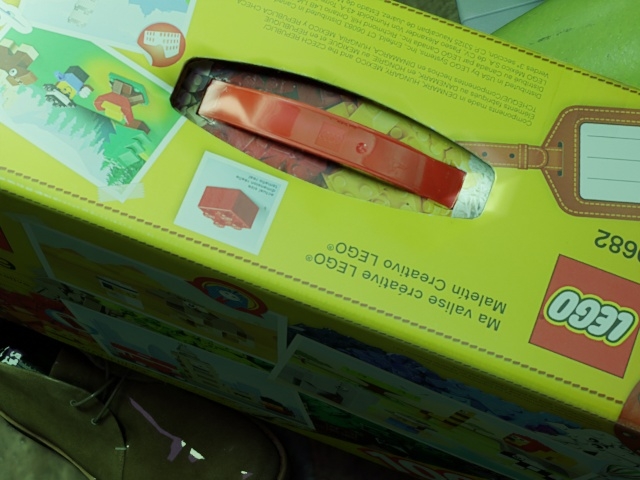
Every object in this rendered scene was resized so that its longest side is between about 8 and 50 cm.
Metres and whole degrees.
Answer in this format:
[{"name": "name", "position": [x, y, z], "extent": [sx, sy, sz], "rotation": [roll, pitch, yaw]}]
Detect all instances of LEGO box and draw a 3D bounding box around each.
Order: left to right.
[{"name": "LEGO box", "position": [0.000, 0.000, 0.954], "extent": [0.500, 0.372, 0.193], "rotation": [20, 72, 5]}]

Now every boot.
[{"name": "boot", "position": [-0.167, 0.140, 1.176], "extent": [0.305, 0.115, 0.112], "rotation": [19, 64, 26]}]

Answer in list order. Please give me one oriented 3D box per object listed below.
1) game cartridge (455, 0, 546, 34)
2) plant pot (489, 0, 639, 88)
[{"name": "game cartridge", "position": [0.295, -0.258, 1.317], "extent": [0.355, 0.068, 0.230], "rotation": [-13, 52, 9]}, {"name": "plant pot", "position": [0.252, -0.106, 1.132], "extent": [0.294, 0.275, 0.274], "rotation": [-7, 56, 28]}]
